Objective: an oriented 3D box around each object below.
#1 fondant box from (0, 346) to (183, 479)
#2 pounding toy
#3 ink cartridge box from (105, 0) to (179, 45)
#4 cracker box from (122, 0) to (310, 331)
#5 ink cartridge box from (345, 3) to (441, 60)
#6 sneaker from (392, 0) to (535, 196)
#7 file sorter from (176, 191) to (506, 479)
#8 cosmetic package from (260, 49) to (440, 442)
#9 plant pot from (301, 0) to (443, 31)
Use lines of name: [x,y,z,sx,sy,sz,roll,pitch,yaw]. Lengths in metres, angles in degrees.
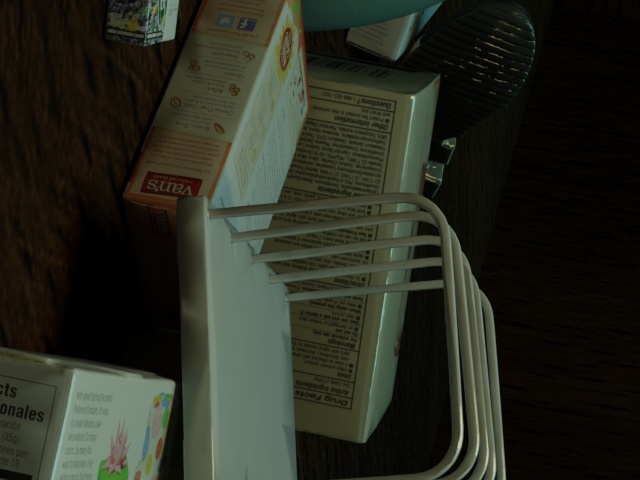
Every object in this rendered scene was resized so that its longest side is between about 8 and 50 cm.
fondant box: [-0.175,0.226,1.067,0.238,0.096,0.330,31,71,-79]
pounding toy: [-0.106,0.134,1.390,0.130,0.100,0.141,65,32,-48]
ink cartridge box: [-0.105,-0.181,1.203,0.063,0.029,0.115,-38,138,-74]
cracker box: [-0.070,-0.067,1.400,0.155,0.067,0.232,86,17,-52]
ink cartridge box: [0.138,-0.381,2.012,0.324,0.071,0.330,-54,165,-65]
sneaker: [0.126,-0.176,2.067,0.330,0.122,0.146,-51,-159,49]
file sorter: [0.021,0.089,1.280,0.277,0.173,0.193,52,34,-73]
cosmetic package: [0.000,0.000,1.612,0.129,0.153,0.296,-41,141,-72]
plant pot: [0.059,-0.294,1.505,0.290,0.195,0.290,11,90,-79]
